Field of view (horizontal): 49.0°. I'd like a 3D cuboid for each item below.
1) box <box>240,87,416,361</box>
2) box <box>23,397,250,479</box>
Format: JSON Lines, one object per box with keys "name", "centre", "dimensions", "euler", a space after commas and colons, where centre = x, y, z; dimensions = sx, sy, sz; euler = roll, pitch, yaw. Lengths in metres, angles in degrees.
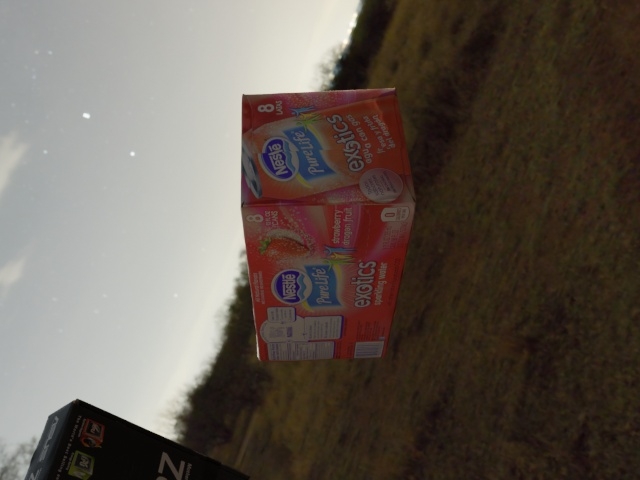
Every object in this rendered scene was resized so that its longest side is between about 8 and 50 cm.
{"name": "box", "centre": [0.000, 0.000, 0.731], "dimensions": [0.300, 0.154, 0.142], "euler": [90, 176, -55]}
{"name": "box", "centre": [-0.270, 0.455, 0.932], "dimensions": [0.097, 0.318, 0.394], "euler": [-33, 34, 35]}
